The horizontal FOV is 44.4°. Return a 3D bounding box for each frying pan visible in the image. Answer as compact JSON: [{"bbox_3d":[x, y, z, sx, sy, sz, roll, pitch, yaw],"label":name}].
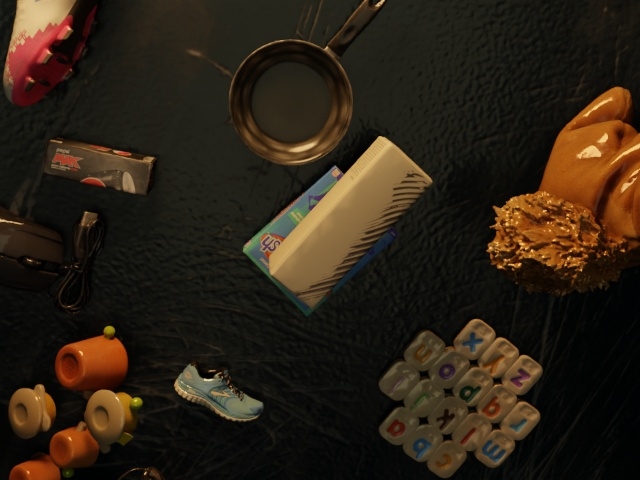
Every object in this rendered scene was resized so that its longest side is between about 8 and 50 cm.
[{"bbox_3d":[-0.027,-0.280,1.243,0.197,0.053,0.326,17,100,-7],"label":"frying pan"}]

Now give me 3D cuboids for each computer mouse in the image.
[{"bbox_3d":[-0.503,0.011,1.278,0.272,0.072,0.188,18,103,-7],"label":"computer mouse"}]

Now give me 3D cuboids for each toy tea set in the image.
[{"bbox_3d":[-0.414,0.304,1.339,0.336,0.124,0.200,-40,68,25],"label":"toy tea set"}]

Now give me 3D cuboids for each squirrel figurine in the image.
[{"bbox_3d":[0.453,-0.025,1.167,0.397,0.370,0.281,-33,104,5],"label":"squirrel figurine"}]

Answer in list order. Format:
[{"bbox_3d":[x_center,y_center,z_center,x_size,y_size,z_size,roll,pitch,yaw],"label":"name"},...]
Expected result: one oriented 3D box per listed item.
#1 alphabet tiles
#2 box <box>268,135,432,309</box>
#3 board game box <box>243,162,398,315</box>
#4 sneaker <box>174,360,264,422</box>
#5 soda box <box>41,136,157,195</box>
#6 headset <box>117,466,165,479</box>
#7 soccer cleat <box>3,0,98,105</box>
[{"bbox_3d":[0.251,0.286,1.413,0.284,0.021,0.278,36,99,-11],"label":"alphabet tiles"},{"bbox_3d":[0.042,-0.030,1.229,0.094,0.113,0.275,41,99,-12],"label":"box"},{"bbox_3d":[0.000,0.000,1.315,0.210,0.047,0.160,-43,102,8],"label":"board game box"},{"bbox_3d":[-0.169,0.261,1.363,0.162,0.063,0.073,25,98,-9],"label":"sneaker"},{"bbox_3d":[-0.355,-0.119,1.263,0.169,0.053,0.060,12,103,-5],"label":"soda box"},{"bbox_3d":[-0.416,0.544,1.332,0.394,0.243,0.185,-41,97,-9],"label":"headset"},{"bbox_3d":[-0.407,-0.366,1.182,0.143,0.116,0.331,33,98,6],"label":"soccer cleat"}]
